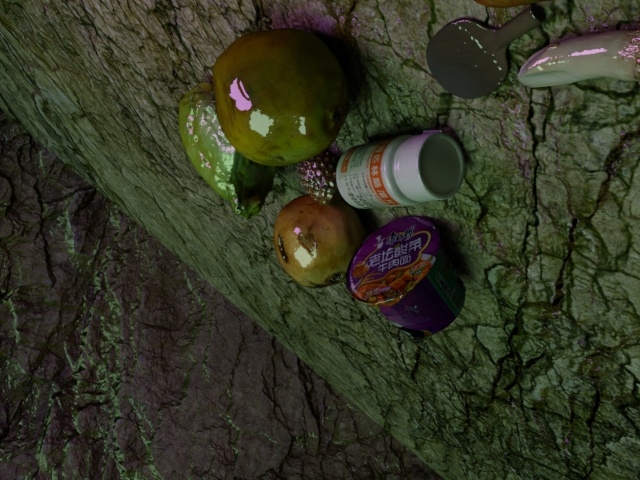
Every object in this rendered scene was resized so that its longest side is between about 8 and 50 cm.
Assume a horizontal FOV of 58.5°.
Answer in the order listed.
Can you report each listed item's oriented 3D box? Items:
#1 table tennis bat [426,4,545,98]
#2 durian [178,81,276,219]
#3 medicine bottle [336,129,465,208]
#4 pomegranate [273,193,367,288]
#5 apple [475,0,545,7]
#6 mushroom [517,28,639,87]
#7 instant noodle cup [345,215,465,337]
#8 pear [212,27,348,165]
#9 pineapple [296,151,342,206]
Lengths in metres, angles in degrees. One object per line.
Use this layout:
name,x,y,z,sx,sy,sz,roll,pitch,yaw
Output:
table tennis bat,0.253,-0.296,0.892,0.131,0.022,0.234,49,157,-11
durian,-0.240,-0.252,1.496,0.339,0.204,0.256,44,143,18
medicine bottle,0.155,-0.137,1.143,0.252,0.144,0.145,1,133,53
pomegranate,0.000,0.000,1.484,0.260,0.260,0.260,33,154,19
apple,0.236,-0.355,0.616,0.195,0.196,0.196,33,154,19
mushroom,0.366,-0.238,0.765,0.084,0.071,0.209,24,173,-39
instant noodle cup,0.212,0.097,1.339,0.251,0.251,0.190,7,147,52
pear,-0.082,-0.278,1.119,0.321,0.269,0.269,36,156,36
pineapple,-0.039,-0.197,1.377,0.251,0.125,0.125,43,155,8
